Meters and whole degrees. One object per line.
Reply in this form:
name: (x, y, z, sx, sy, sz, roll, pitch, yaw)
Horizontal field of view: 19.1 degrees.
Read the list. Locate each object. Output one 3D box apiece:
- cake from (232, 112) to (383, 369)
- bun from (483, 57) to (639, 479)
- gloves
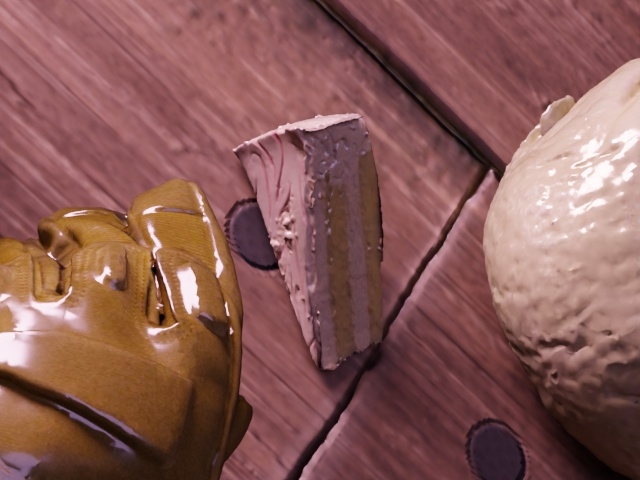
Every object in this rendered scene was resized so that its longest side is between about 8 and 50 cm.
cake: (0.000, 0.000, 0.933, 0.052, 0.065, 0.121, -14, 101, -39)
bun: (0.208, 0.007, 1.001, 0.244, 0.153, 0.244, 19, 57, -32)
gloves: (-0.116, 0.096, 0.718, 0.154, 0.141, 0.331, 22, 59, 2)
